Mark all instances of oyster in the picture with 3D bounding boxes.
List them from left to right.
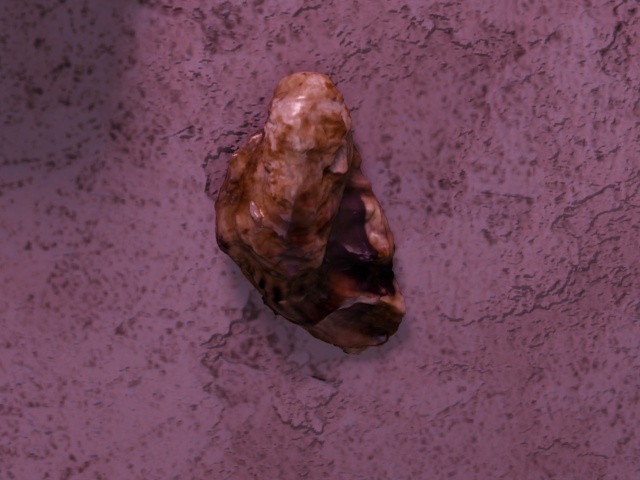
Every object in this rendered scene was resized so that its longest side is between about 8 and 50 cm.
[{"bbox_3d":[0.006,-0.001,1.570,0.166,0.094,0.294,-36,122,-1],"label":"oyster"}]
